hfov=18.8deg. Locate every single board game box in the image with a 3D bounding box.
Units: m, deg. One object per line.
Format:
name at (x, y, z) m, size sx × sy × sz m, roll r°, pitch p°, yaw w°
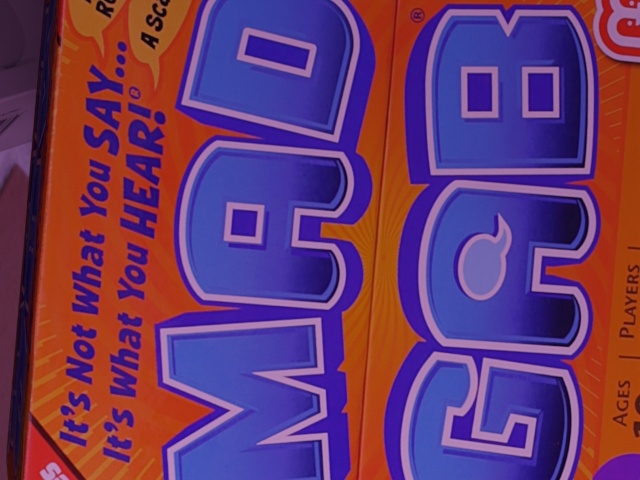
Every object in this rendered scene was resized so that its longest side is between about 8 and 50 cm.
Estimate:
board game box at (0.000, 0.000, 1.197) m, size 0.356 × 0.356 × 0.356 m, roll -172°, pitch 87°, yaw -80°

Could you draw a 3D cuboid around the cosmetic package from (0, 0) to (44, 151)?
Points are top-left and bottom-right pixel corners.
cosmetic package at (-0.342, -0.184, 1.655) m, size 0.138 × 0.224 × 0.224 m, roll -37°, pitch 82°, yaw 41°
